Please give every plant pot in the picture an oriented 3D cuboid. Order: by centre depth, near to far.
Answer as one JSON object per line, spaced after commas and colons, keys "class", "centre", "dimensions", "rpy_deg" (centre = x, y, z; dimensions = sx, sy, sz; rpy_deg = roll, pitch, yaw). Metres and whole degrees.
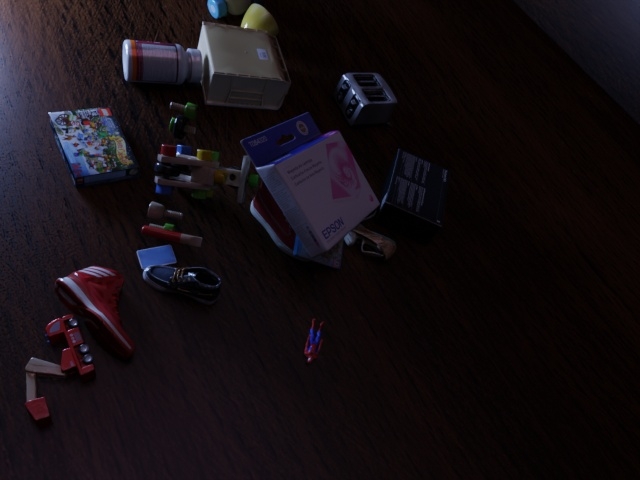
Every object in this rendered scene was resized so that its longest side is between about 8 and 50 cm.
{"class": "plant pot", "centre": [-0.232, -0.759, 1.859], "dimensions": [0.134, 0.134, 0.095], "rpy_deg": [38, 74, 8]}

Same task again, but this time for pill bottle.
{"class": "pill bottle", "centre": [-0.480, -0.539, 1.580], "dimensions": [0.221, 0.121, 0.121], "rpy_deg": [-5, 57, -25]}

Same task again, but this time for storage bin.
{"class": "storage bin", "centre": [-0.256, -0.569, 1.696], "dimensions": [0.260, 0.123, 0.262], "rpy_deg": [-1, 55, -24]}

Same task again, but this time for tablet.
{"class": "tablet", "centre": [-0.395, 0.040, 1.253], "dimensions": [0.083, 0.006, 0.054], "rpy_deg": [-12, 61, -28]}

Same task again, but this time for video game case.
{"class": "video game case", "centre": [0.000, 0.000, 1.361], "dimensions": [0.166, 0.015, 0.119], "rpy_deg": [20, 74, -43]}

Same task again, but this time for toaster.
{"class": "toaster", "centre": [0.162, -0.490, 1.817], "dimensions": [0.186, 0.110, 0.168], "rpy_deg": [-9, 60, -28]}

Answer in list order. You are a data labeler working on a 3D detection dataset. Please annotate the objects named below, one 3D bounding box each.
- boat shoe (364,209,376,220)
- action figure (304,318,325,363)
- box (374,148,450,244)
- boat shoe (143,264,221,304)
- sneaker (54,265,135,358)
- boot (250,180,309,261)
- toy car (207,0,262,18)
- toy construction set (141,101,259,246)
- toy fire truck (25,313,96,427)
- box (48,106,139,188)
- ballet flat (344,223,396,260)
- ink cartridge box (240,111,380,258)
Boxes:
{"class": "boat shoe", "centre": [0.036, -0.122, 1.497], "dimensions": [0.302, 0.091, 0.114], "rpy_deg": [1, 55, -22]}
{"class": "action figure", "centre": [-0.016, 0.242, 1.244], "dimensions": [0.038, 0.030, 0.115], "rpy_deg": [23, 51, -12]}
{"class": "box", "centre": [0.288, -0.140, 1.608], "dimensions": [0.184, 0.103, 0.261], "rpy_deg": [22, 49, -2]}
{"class": "boat shoe", "centre": [-0.317, 0.084, 1.201], "dimensions": [0.183, 0.083, 0.065], "rpy_deg": [20, 50, -7]}
{"class": "sneaker", "centre": [-0.444, 0.138, 1.109], "dimensions": [0.221, 0.087, 0.128], "rpy_deg": [49, 42, 1]}
{"class": "boot", "centre": [-0.076, -0.070, 1.357], "dimensions": [0.244, 0.176, 0.088], "rpy_deg": [45, 50, 12]}
{"class": "toy car", "centre": [-0.365, -0.975, 1.922], "dimensions": [0.219, 0.210, 0.238], "rpy_deg": [-36, 60, -26]}
{"class": "toy construction set", "centre": [-0.280, -0.128, 1.282], "dimensions": [0.237, 0.257, 0.309], "rpy_deg": [14, 74, -7]}
{"class": "toy fire truck", "centre": [-0.520, 0.249, 1.017], "dimensions": [0.135, 0.047, 0.192], "rpy_deg": [-20, 63, -31]}
{"class": "box", "centre": [-0.596, -0.250, 1.364], "dimensions": [0.159, 0.044, 0.233], "rpy_deg": [-17, 63, -31]}
{"class": "ballet flat", "centre": [0.114, -0.005, 1.460], "dimensions": [0.206, 0.073, 0.067], "rpy_deg": [25, 64, 2]}
{"class": "ink cartridge box", "centre": [-0.008, -0.166, 1.333], "dimensions": [0.330, 0.071, 0.324], "rpy_deg": [59, 39, -8]}
